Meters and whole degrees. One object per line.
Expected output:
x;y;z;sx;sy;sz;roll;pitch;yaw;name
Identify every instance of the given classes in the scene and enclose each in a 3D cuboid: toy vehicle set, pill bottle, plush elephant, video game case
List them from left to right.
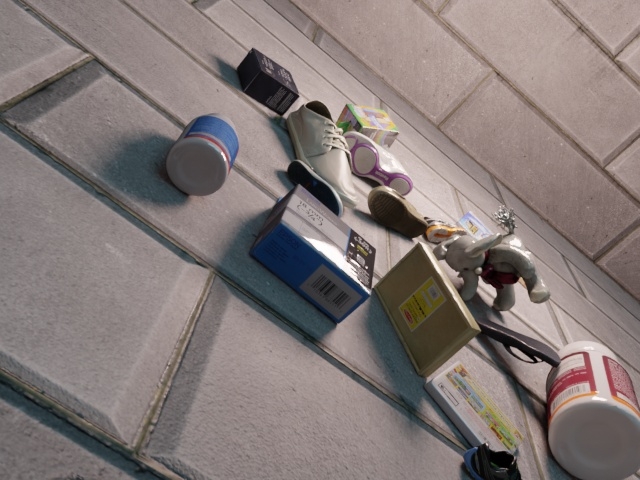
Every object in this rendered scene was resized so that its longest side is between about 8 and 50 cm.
-0.235;-0.190;1.370;0.124;0.124;0.221;37;25;-16;pill bottle
0.233;0.151;1.489;0.035;0.166;0.266;22;31;-40;toy vehicle set
0.343;0.382;1.454;0.227;0.026;0.206;50;24;17;video game case
0.610;0.010;2.479;0.244;0.061;0.269;45;23;7;video game case
0.493;0.073;1.983;0.272;0.256;0.329;162;-83;-74;plush elephant
0.705;0.425;1.714;0.224;0.224;0.392;44;24;2;pill bottle

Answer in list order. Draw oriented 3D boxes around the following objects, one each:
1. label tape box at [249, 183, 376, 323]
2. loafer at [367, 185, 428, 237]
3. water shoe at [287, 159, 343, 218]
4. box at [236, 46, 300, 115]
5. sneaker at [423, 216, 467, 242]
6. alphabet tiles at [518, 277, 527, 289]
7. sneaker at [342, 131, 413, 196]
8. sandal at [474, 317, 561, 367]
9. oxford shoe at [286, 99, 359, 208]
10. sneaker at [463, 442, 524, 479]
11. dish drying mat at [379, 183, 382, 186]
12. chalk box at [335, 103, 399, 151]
0.000;0.000;1.450;0.241;0.106;0.333;40;24;-10;label tape box
0.222;-0.092;1.988;0.268;0.102;0.092;34;22;-44;loafer
-0.001;-0.136;1.725;0.203;0.073;0.080;51;22;16;water shoe
-0.164;-0.495;2.047;0.158;0.093;0.156;28;28;-35;box
0.418;-0.036;2.221;0.215;0.084;0.083;15;31;-46;sneaker
0.816;0.138;2.659;0.198;0.009;0.237;42;23;-5;alphabet tiles
0.175;-0.261;2.185;0.305;0.114;0.152;37;21;-27;sneaker
0.540;0.289;1.819;0.255;0.054;0.097;25;15;31;sandal
0.016;-0.267;1.909;0.169;0.130;0.449;26;30;-39;oxford shoe
0.366;0.461;1.287;0.188;0.078;0.067;38;24;-13;sneaker
0.230;-0.170;2.239;0.083;0.008;0.032;24;30;-40;dish drying mat
0.131;-0.369;2.228;0.213;0.132;0.132;2;45;-35;chalk box
